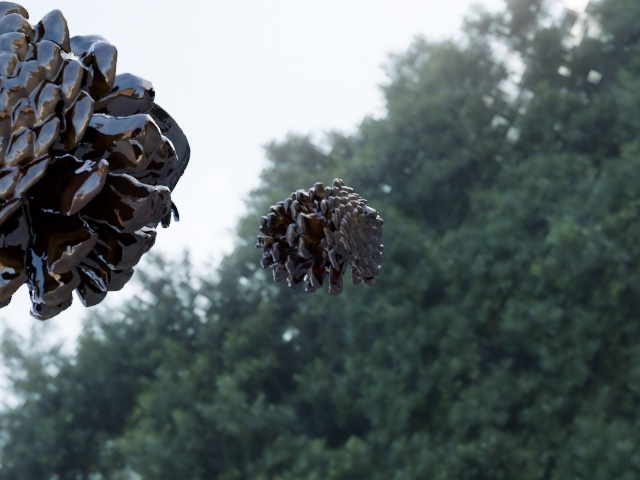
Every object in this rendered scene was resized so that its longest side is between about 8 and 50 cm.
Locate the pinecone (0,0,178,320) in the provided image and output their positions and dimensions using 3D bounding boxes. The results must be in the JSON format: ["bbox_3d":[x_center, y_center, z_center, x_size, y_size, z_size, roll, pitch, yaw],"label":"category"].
[{"bbox_3d":[-0.237,-0.054,1.239,0.264,0.264,0.264,-40,-34,-34],"label":"pinecone"}]

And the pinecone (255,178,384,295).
[{"bbox_3d":[0.000,-0.004,1.282,0.102,0.109,0.102,-18,-68,-58],"label":"pinecone"}]

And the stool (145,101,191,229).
[{"bbox_3d":[-0.192,-0.058,1.453,0.217,0.125,0.121,88,-158,-58],"label":"stool"}]
